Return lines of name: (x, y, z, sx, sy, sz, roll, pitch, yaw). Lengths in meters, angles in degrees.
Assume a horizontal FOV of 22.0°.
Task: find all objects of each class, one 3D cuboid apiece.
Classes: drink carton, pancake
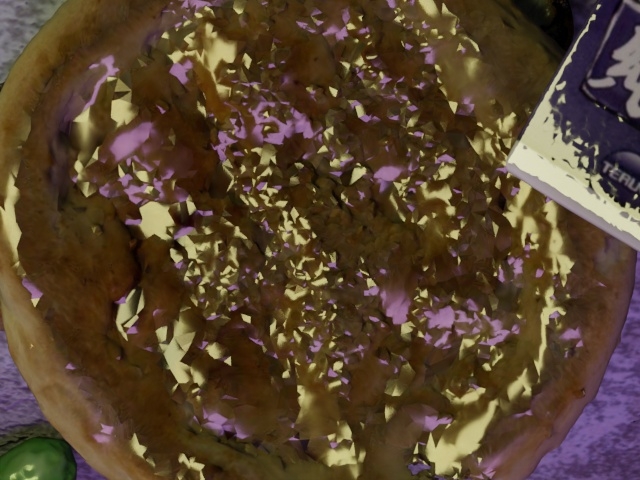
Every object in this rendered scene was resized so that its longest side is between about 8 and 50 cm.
drink carton: (0.211, -0.096, 0.819, 0.222, 0.134, 0.102, -61, 158, 12)
pancake: (0.000, 0.000, 0.939, 0.382, 0.382, 0.071, 1, 178, -1)

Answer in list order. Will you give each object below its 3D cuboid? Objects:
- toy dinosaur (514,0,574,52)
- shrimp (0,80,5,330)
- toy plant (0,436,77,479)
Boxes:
toy dinosaur: (0.125, -0.123, 0.999, 0.058, 0.037, 0.180, 10, 137, -4)
shrimp: (-0.183, -0.025, 1.095, 0.145, 0.061, 0.267, -2, 136, -11)
toy plant: (-0.294, 0.348, 1.428, 0.317, 0.210, 0.356, -35, 132, -10)
